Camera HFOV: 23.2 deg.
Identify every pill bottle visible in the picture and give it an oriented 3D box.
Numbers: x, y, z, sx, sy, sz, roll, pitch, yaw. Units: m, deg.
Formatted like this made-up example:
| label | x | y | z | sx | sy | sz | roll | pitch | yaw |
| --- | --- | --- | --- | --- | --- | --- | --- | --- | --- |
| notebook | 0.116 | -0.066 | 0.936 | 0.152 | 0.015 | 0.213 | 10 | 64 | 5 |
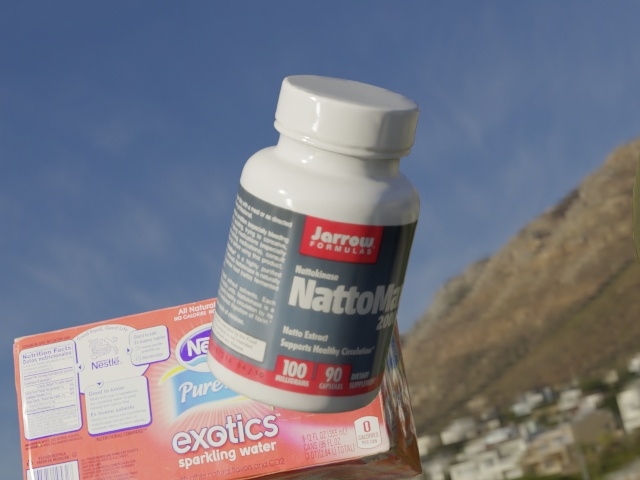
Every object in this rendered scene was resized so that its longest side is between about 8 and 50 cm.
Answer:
| label | x | y | z | sx | sy | sz | roll | pitch | yaw |
| --- | --- | --- | --- | --- | --- | --- | --- | --- | --- |
| pill bottle | 0.000 | 0.000 | 0.913 | 0.108 | 0.180 | 0.108 | 10 | 15 | -3 |

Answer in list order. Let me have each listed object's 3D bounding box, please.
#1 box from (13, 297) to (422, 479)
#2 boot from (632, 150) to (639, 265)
| label | x | y | z | sx | sy | sz | roll | pitch | yaw |
| --- | --- | --- | --- | --- | --- | --- | --- | --- | --- |
| box | -0.083 | 0.136 | 1.272 | 0.300 | 0.154 | 0.142 | -13 | -18 | 11 |
| boot | 0.229 | 0.009 | 0.288 | 0.269 | 0.089 | 0.236 | 9 | 9 | -26 |
